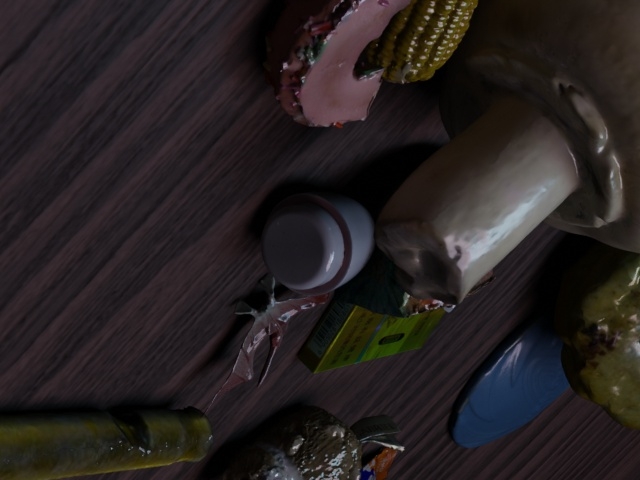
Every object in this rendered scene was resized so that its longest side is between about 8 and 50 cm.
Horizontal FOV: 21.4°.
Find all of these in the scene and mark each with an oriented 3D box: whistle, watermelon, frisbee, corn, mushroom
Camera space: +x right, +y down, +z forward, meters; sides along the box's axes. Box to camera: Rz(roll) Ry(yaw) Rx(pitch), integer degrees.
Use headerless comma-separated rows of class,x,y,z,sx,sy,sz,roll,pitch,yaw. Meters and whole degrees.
whistle,-0.214,0.182,1.499,0.068,0.057,0.326,-53,153,20
watermelon,0.069,0.007,1.601,0.146,0.128,0.231,-21,-178,32
frisbee,0.292,0.181,2.250,0.289,0.049,0.289,-34,153,-20
corn,0.097,-0.213,1.312,0.080,0.080,0.238,-21,152,-39
mushroom,0.198,-0.082,1.410,0.336,0.314,0.314,-45,157,-19

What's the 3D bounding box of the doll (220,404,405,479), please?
doll,-0.015,0.236,1.817,0.221,0.105,0.115,-33,-171,-23

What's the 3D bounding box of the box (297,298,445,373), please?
box,0.072,0.075,1.787,0.193,0.030,0.121,-9,138,-52

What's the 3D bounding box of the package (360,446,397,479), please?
package,0.057,0.295,2.104,0.111,0.033,0.077,-24,127,-62

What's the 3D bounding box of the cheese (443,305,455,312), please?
cheese,0.187,-0.005,1.793,0.192,0.037,0.097,-54,154,-1

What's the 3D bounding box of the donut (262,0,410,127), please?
donut,0.004,-0.151,1.296,0.117,0.065,0.166,-19,145,-38

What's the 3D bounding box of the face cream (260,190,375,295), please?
face cream,0.000,0.000,1.497,0.091,0.091,0.095,-57,161,25

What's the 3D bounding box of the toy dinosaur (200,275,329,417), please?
toy dinosaur,-0.047,0.080,1.610,0.220,0.032,0.108,-47,154,-7

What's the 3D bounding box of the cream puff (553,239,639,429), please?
cream puff,0.446,0.064,2.100,0.324,0.291,0.257,-45,-163,27
